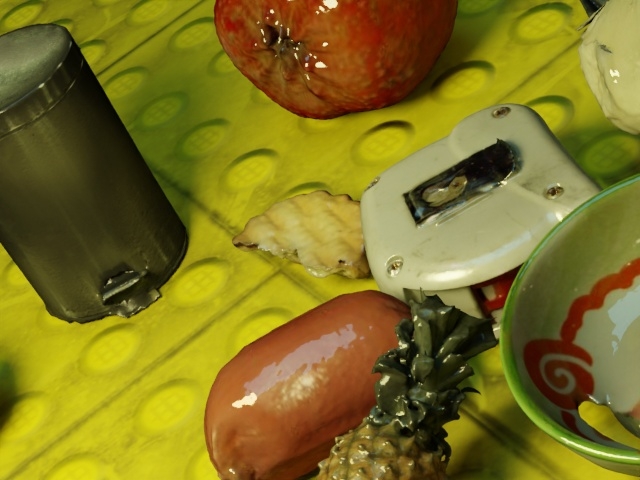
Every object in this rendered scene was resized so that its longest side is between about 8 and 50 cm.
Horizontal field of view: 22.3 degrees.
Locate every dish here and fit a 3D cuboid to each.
[{"bbox_3d":[0.330,0.088,1.423,0.324,0.124,0.324,-18,43,18],"label":"dish"}]

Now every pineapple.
[{"bbox_3d":[0.079,0.169,1.437,0.128,0.128,0.248,8,67,40],"label":"pineapple"}]

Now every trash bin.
[{"bbox_3d":[-0.308,-0.076,1.902,0.203,0.301,0.252,-31,33,-2],"label":"trash bin"}]

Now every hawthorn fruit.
[{"bbox_3d":[0.039,-0.303,2.011,0.287,0.287,0.330,4,32,37],"label":"hawthorn fruit"}]

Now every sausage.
[{"bbox_3d":[0.001,0.137,1.558,0.254,0.148,0.148,-23,35,-5],"label":"sausage"}]

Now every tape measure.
[{"bbox_3d":[0.174,-0.017,1.651,0.265,0.130,0.258,-28,37,0],"label":"tape measure"}]

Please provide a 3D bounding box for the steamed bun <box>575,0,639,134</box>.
[{"bbox_3d":[0.431,-0.191,1.542,0.394,0.237,0.347,4,60,18],"label":"steamed bun"}]

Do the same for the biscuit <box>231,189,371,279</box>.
[{"bbox_3d":[0.000,0.000,1.805,0.183,0.061,0.118,14,51,41],"label":"biscuit"}]

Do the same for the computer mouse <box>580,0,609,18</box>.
[{"bbox_3d":[0.393,-0.272,1.878,0.126,0.071,0.231,-48,47,-6],"label":"computer mouse"}]
